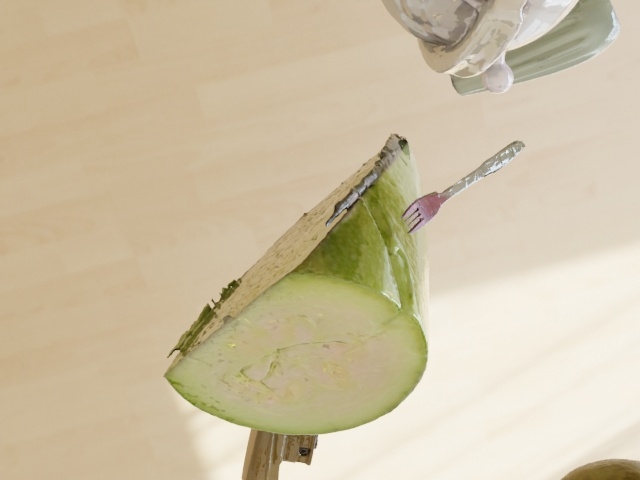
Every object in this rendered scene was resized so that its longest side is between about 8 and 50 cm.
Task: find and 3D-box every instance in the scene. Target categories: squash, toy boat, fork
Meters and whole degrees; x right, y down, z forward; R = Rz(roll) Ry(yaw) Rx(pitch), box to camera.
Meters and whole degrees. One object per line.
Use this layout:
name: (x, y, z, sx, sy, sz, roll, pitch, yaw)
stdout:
squash: (0.000, 0.000, 1.038, 0.210, 0.309, 0.233, 27, 132, -27)
toy boat: (-0.041, 0.226, 1.292, 0.077, 0.057, 0.200, 14, 85, -14)
fork: (0.085, -0.033, 0.657, 0.115, 0.012, 0.016, -35, 108, -33)

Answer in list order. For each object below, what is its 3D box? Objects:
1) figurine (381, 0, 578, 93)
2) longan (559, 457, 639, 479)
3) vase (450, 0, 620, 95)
figurine: (0.082, -0.192, 0.573, 0.141, 0.162, 0.236, 1, 120, -11)
longan: (0.274, 0.267, 0.977, 0.176, 0.145, 0.154, -5, 164, -10)
vase: (0.298, -0.288, 1.585, 0.248, 0.128, 0.128, -24, 127, 12)
